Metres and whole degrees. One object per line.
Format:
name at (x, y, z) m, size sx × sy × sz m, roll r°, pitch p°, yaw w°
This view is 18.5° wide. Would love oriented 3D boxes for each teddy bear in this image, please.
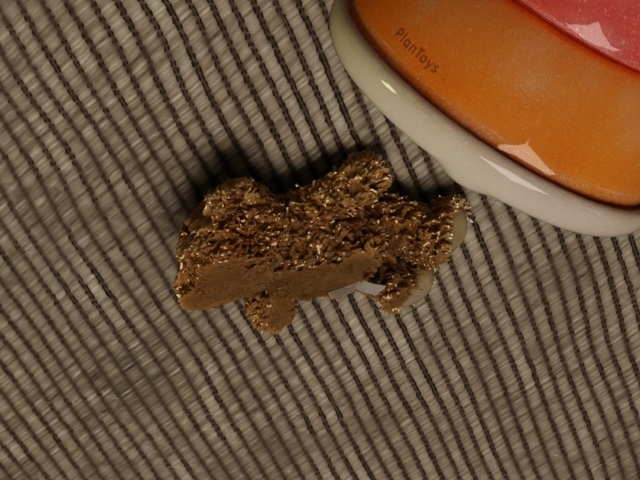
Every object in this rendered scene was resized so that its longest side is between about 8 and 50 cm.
teddy bear at (0.000, 0.000, 2.082) m, size 0.338 × 0.113 × 0.245 m, roll -8°, pitch 147°, yaw -15°

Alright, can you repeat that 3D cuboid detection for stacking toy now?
stacking toy at (0.263, -0.273, 1.707) m, size 0.350 × 0.350 × 0.480 m, roll 21°, pitch 115°, yaw -32°
